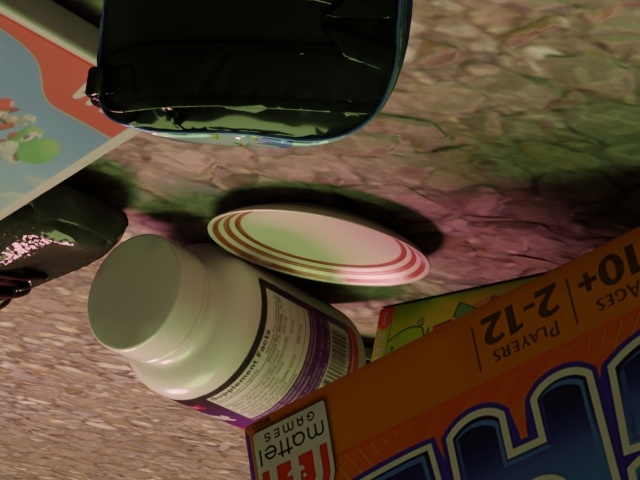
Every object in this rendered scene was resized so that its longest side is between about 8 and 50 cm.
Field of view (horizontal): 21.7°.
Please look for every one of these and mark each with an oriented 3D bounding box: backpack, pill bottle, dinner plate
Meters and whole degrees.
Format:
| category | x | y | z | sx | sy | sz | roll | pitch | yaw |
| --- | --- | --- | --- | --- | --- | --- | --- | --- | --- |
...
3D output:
| category | x | y | z | sx | sy | sz | roll | pitch | yaw |
| --- | --- | --- | --- | --- | --- | --- | --- | --- | --- |
| backpack | -0.022 | -0.087 | 0.647 | 0.114 | 0.105 | 0.084 | 7 | -175 | 7 |
| pill bottle | -0.064 | 0.065 | 1.130 | 0.108 | 0.108 | 0.193 | -3 | 158 | 37 |
| dinner plate | 0.000 | 0.000 | 1.042 | 0.141 | 0.017 | 0.141 | 10 | 162 | 3 |

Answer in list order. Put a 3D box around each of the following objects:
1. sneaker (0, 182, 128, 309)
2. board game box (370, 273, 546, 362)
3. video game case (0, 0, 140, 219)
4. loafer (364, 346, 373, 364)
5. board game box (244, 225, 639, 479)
| category | x | y | z | sx | sy | sz | roll | pitch | yaw |
| --- | --- | --- | --- | --- | --- | --- | --- | --- | --- |
| sneaker | -0.234 | 0.053 | 1.099 | 0.106 | 0.162 | 0.281 | 24 | 159 | -36 |
| board game box | 0.101 | 0.083 | 1.119 | 0.043 | 0.092 | 0.181 | 22 | 159 | -29 |
| video game case | -0.239 | -0.039 | 0.815 | 0.285 | 0.025 | 0.204 | -30 | 149 | 22 |
| loafer | 0.035 | 0.135 | 1.311 | 0.303 | 0.095 | 0.109 | 5 | 161 | 18 |
| board game box | 0.224 | 0.235 | 0.908 | 0.356 | 0.356 | 0.356 | -29 | 143 | 28 |
